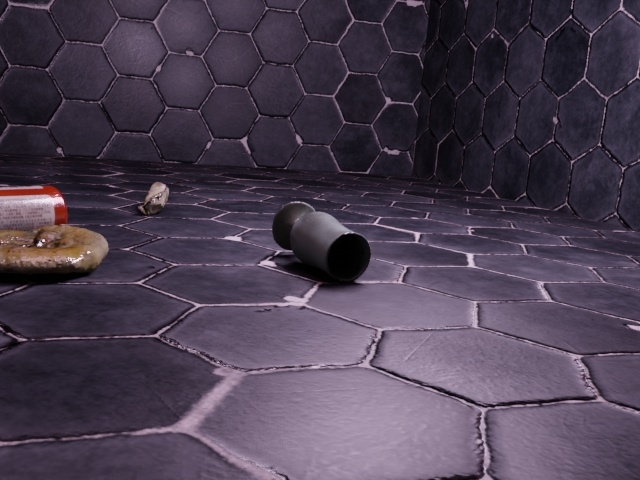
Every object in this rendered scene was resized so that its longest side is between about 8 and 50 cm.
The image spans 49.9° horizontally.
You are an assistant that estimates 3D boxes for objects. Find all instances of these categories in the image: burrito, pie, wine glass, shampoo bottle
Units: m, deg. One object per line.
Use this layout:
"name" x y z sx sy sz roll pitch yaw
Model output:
"burrito" -0.423 -0.109 1.770 0.058 0.063 0.229 14 11 -7
"pie" -0.441 0.022 1.076 0.218 0.052 0.185 -6 20 -38
"wine glass" 0.000 0.000 1.252 0.103 0.103 0.231 0 14 -27
"shampoo bottle" -0.590 -0.040 1.192 0.104 0.104 0.278 13 13 38
